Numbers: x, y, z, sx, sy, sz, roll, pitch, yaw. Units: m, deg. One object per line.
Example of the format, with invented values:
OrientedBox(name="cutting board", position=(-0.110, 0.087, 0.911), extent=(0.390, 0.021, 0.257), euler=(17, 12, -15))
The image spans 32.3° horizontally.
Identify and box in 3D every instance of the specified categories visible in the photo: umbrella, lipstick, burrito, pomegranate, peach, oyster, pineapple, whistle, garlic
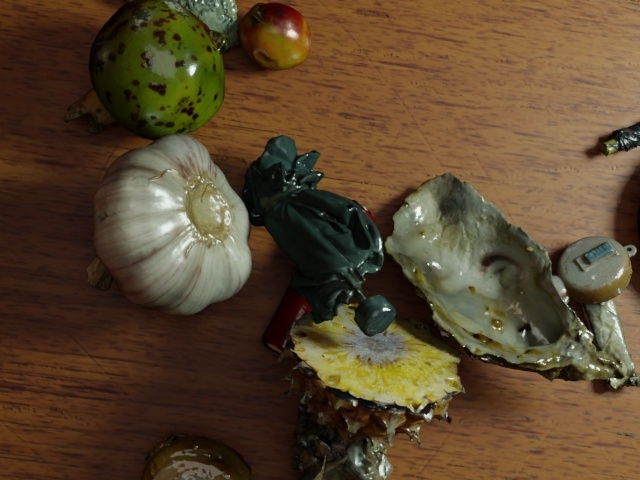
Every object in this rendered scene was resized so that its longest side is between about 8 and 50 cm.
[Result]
OrientedBox(name="umbrella", position=(0.000, 0.002, 1.488), extent=(0.094, 0.349, 0.143), euler=(7, 122, -42))
OrientedBox(name="lipstick", position=(-0.002, 0.055, 1.574), extent=(0.080, 0.080, 0.241), euler=(26, 81, -2))
OrientedBox(name="burrito", position=(0.423, 0.138, 1.625), extent=(0.051, 0.042, 0.171), euler=(-17, 87, 1))
OrientedBox(name="pomegranate", position=(-0.242, -0.226, 1.549), extent=(0.198, 0.246, 0.198), euler=(20, 54, -31))
OrientedBox(name="peach", position=(-0.064, -0.294, 1.604), extent=(0.101, 0.101, 0.100), euler=(1, 83, -5))
OrientedBox(name="oyster", position=(0.227, 0.085, 1.532), extent=(0.204, 0.111, 0.396), euler=(-32, 69, -24))
OrientedBox(name="umbrella", position=(0.488, -0.165, 1.667), extent=(0.144, 0.040, 0.037), euler=(-24, 79, -11))
OrientedBox(name="pineapple", position=(0.042, 0.260, 1.483), extent=(0.263, 0.262, 0.271), euler=(14, 116, -4))
OrientedBox(name="whistle", position=(0.360, 0.061, 1.607), extent=(0.220, 0.057, 0.107), euler=(-29, 45, 4))
OrientedBox(name="garlic", position=(-0.234, 0.002, 1.511), extent=(0.253, 0.245, 0.245), euler=(-25, 85, 34))

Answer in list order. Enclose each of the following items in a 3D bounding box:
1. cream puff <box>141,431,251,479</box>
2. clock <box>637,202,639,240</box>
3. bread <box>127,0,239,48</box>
OrientedBox(name="cream puff", position=(-0.168, 0.335, 1.506), extent=(0.150, 0.115, 0.165), euler=(-33, 97, -1))
OrientedBox(name="clock", position=(0.629, -0.026, 1.652), extent=(0.313, 0.061, 0.312), euler=(1, 83, -6))
OrientedBox(name="bread", position=(-0.190, -0.387, 1.616), extent=(0.232, 0.064, 0.172), euler=(38, 83, -2))
